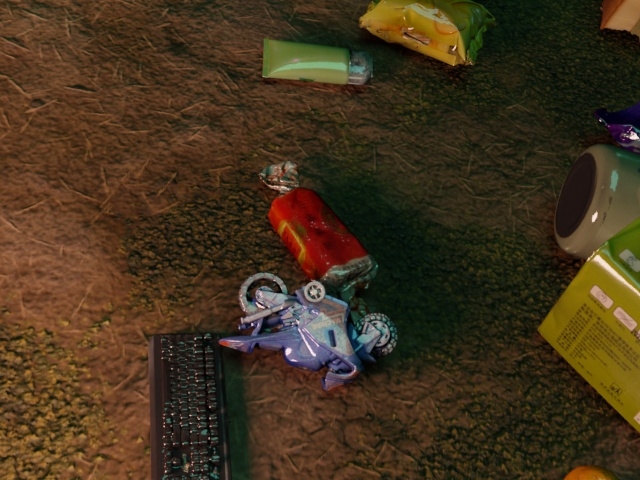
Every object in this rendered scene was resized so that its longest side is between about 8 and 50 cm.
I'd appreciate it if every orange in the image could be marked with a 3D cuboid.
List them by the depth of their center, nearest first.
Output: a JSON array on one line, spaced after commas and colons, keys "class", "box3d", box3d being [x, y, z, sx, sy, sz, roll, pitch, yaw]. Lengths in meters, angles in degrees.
[{"class": "orange", "box3d": [0.315, 0.301, 1.079, 0.083, 0.070, 0.083, 3, 61, -6]}]

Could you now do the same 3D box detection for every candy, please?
[{"class": "candy", "box3d": [-0.001, 0.000, 1.241, 0.086, 0.059, 0.292, -20, 59, -28]}, {"class": "candy", "box3d": [0.563, -0.121, 1.500, 0.145, 0.070, 0.275, -23, 70, -34]}]

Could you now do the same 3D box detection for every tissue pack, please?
[{"class": "tissue pack", "box3d": [0.449, 0.128, 1.175, 0.167, 0.200, 0.275, -28, 64, -32]}]

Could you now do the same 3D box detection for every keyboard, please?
[{"class": "keyboard", "box3d": [-0.146, 0.203, 1.053, 0.093, 0.025, 0.230, 0, 52, -13]}]

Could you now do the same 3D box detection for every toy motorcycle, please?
[{"class": "toy motorcycle", "box3d": [-0.011, 0.114, 1.126, 0.205, 0.076, 0.114, 20, 73, -3]}]

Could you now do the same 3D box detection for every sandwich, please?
[{"class": "sandwich", "box3d": [0.614, -0.497, 1.751, 0.108, 0.186, 0.220, 20, 66, 0]}]

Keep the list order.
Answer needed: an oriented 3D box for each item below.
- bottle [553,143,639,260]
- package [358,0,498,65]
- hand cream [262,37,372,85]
[{"class": "bottle", "box3d": [0.523, -0.012, 1.342, 0.347, 0.168, 0.168, 18, 49, -6]}, {"class": "package", "box3d": [0.184, -0.376, 1.585, 0.226, 0.090, 0.168, 22, 47, 5]}, {"class": "hand cream", "box3d": [-0.005, -0.281, 1.484, 0.175, 0.046, 0.095, 4, 51, -5]}]
